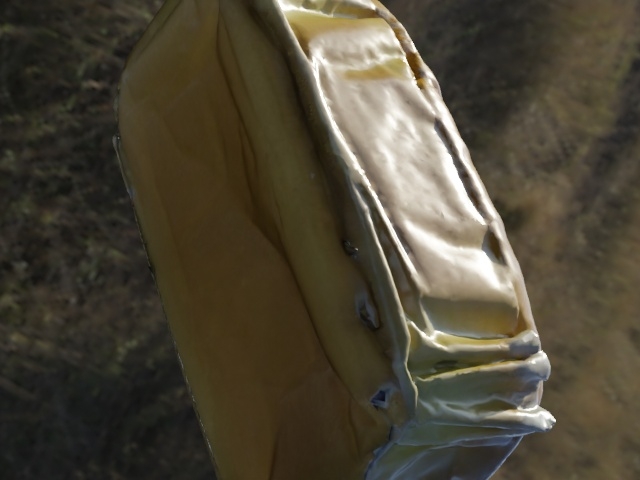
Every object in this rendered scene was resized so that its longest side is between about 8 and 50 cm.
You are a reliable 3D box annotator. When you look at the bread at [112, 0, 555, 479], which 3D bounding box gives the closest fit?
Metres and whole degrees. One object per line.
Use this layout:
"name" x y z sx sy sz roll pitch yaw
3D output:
"bread" 0.000 0.000 0.624 0.107 0.241 0.136 1 148 -39
